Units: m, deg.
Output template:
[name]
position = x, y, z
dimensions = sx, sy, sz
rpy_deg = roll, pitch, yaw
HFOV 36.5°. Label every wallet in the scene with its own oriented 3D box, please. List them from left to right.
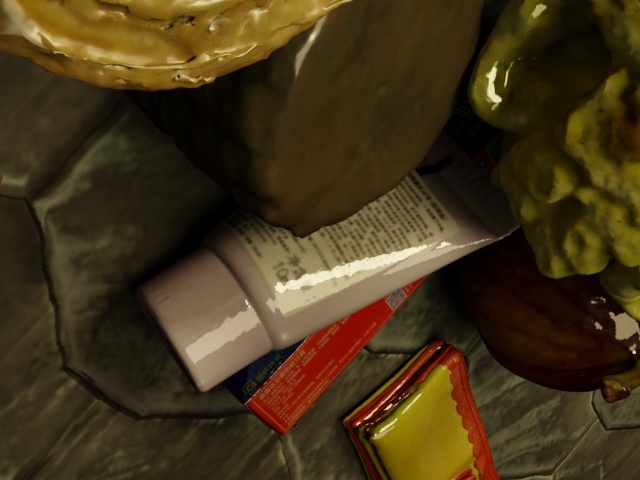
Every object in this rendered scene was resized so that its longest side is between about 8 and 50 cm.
[wallet]
position = 0.116, 0.220, 0.994
dimensions = 0.141, 0.067, 0.241
rpy_deg = -39, 134, -19

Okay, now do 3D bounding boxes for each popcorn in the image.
[popcorn]
position = 0.236, -0.090, 0.671
dimensions = 0.293, 0.293, 0.237
rpy_deg = -52, 175, -3

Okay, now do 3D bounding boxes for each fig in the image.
[fig]
position = 0.244, 0.063, 0.876
dimensions = 0.186, 0.249, 0.203
rpy_deg = -27, 133, -17

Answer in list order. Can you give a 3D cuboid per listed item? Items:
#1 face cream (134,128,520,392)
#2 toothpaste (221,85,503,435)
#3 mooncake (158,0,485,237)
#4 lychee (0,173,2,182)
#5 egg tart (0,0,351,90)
[face cream]
position = 0.000, 0.000, 0.722
dimensions = 0.274, 0.154, 0.096
rpy_deg = -32, 155, -14
[toothpaste]
position = 0.042, 0.010, 0.794
dimensions = 0.320, 0.076, 0.066
rpy_deg = -47, 136, -10
[mooncake]
position = 0.002, -0.122, 0.630
dimensions = 0.228, 0.124, 0.228
rpy_deg = -38, 146, -31
[lychee]
position = -0.246, -0.034, 0.434
dimensions = 0.200, 0.200, 0.238
rpy_deg = -1, 135, -41
[egg tart]
position = -0.074, -0.237, 0.416
dimensions = 0.341, 0.129, 0.341
rpy_deg = 1, 87, -23
